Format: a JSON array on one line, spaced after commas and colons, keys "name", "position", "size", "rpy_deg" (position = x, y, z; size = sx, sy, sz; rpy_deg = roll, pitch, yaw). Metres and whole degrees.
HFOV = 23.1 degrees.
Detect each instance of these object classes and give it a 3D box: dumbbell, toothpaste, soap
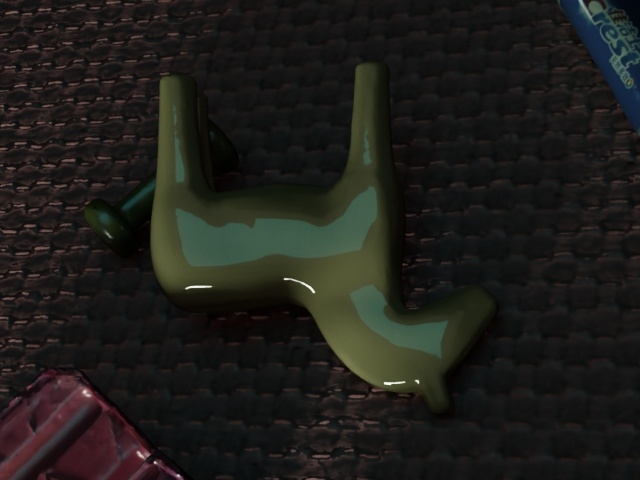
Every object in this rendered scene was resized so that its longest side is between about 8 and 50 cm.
[{"name": "dumbbell", "position": [-0.114, -0.039, 1.130], "size": [0.118, 0.052, 0.046], "rpy_deg": [-41, 66, -6]}, {"name": "toothpaste", "position": [0.223, -0.107, 1.044], "size": [0.069, 0.047, 0.268], "rpy_deg": [-21, 56, -8]}, {"name": "soap", "position": [-0.194, 0.211, 0.970], "size": [0.250, 0.099, 0.162], "rpy_deg": [-43, 54, -9]}]

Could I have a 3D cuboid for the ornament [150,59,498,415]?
[{"name": "ornament", "position": [0.000, 0.000, 1.034], "size": [0.230, 0.061, 0.245], "rpy_deg": [-4, 70, 11]}]
